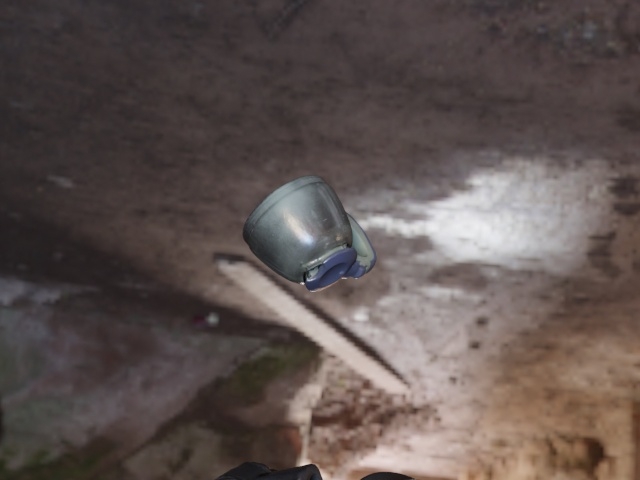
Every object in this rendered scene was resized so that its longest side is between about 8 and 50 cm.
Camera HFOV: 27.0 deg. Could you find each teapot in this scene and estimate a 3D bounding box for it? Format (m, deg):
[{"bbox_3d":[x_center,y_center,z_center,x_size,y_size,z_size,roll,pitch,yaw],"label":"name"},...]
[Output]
[{"bbox_3d":[-0.009,0.006,1.443,0.111,0.108,0.149,-38,158,1],"label":"teapot"}]

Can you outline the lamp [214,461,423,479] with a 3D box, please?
[{"bbox_3d":[0.057,0.372,1.312,0.272,0.374,0.205,-25,178,30],"label":"lamp"}]
